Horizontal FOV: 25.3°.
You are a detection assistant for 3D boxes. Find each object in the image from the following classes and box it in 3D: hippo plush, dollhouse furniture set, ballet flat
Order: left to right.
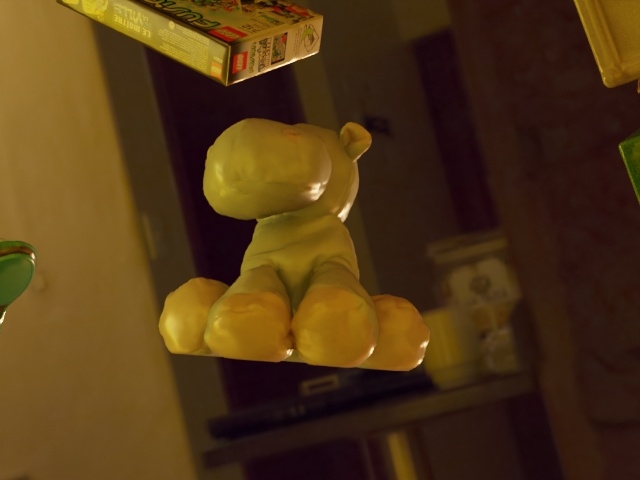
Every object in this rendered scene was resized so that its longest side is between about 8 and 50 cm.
[{"bbox_3d":[-0.366,0.044,1.525,0.083,0.087,0.247,1,-33,-28],"label":"ballet flat"},{"bbox_3d":[0.000,0.000,1.364,0.234,0.236,0.294,1,-5,35],"label":"hippo plush"},{"bbox_3d":[0.396,-0.198,1.476,0.198,0.301,0.151,-19,4,32],"label":"dollhouse furniture set"}]

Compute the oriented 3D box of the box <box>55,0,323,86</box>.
[{"bbox_3d":[-0.112,-0.195,1.200,0.207,0.036,0.114,28,36,30],"label":"box"}]
